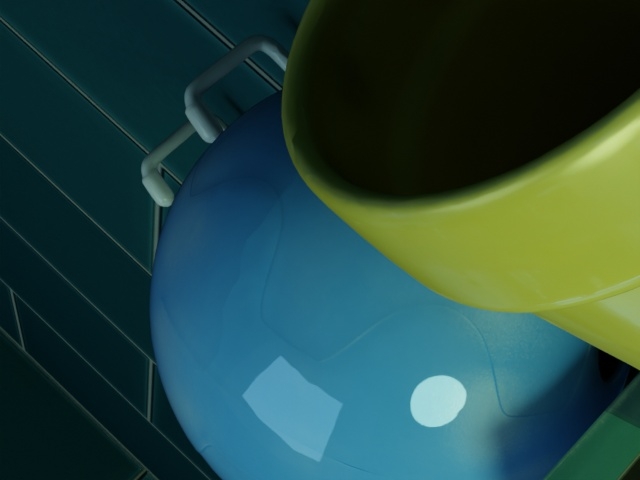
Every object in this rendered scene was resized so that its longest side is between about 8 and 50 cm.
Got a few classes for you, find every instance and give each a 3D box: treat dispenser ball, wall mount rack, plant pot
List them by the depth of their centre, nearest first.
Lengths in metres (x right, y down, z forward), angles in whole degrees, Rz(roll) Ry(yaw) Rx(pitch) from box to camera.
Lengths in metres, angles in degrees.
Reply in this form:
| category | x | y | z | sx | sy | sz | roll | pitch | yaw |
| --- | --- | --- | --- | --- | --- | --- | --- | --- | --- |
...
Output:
| category | x | y | z | sx | sy | sz | roll | pitch | yaw |
| --- | --- | --- | --- | --- | --- | --- | --- | --- | --- |
| plant pot | 0.152 | -0.052 | 0.649 | 0.239 | 0.254 | 0.254 | 41 | 165 | -34 |
| treat dispenser ball | 0.042 | 0.039 | 0.863 | 0.288 | 0.288 | 0.288 | 38 | 158 | 19 |
| wall mount rack | 0.000 | 0.000 | 1.152 | 0.304 | 0.130 | 0.350 | 47 | 160 | -2 |

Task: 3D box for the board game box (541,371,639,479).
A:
| category | x | y | z | sx | sy | sz | roll | pitch | yaw |
| --- | --- | --- | --- | --- | --- | --- | --- | --- | --- |
| board game box | 0.302 | 0.141 | 0.668 | 0.336 | 0.254 | 0.079 | 29 | 151 | 37 |
